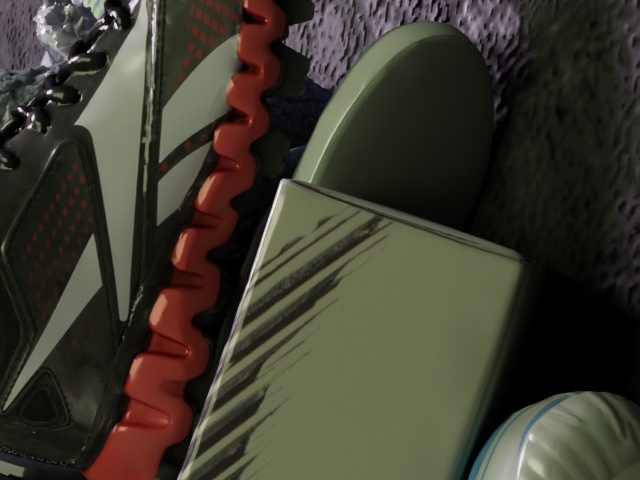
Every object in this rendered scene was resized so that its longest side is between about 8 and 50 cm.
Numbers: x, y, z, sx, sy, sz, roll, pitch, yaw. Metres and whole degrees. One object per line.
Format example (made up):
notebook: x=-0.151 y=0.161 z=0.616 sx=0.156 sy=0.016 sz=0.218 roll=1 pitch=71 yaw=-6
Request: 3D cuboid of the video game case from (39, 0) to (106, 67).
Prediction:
video game case: x=-0.117 y=-0.088 z=1.141 sx=0.173 sy=0.022 sz=0.190 roll=-62 pitch=34 yaw=33

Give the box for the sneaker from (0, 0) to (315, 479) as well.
sneaker: x=-0.086 y=-0.035 z=0.804 sx=0.097 sy=0.135 sz=0.276 roll=-146 pitch=70 yaw=-76

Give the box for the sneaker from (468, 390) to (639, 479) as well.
sneaker: x=0.086 y=0.168 z=0.640 sx=0.086 sy=0.085 sz=0.237 roll=121 pitch=151 yaw=-73

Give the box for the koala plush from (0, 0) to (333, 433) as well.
koala plush: x=-0.120 y=-0.025 z=0.974 sx=0.221 sy=0.203 sz=0.196 roll=-125 pitch=49 yaw=-67

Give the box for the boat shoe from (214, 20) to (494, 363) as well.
boat shoe: x=0.001 y=0.000 z=0.834 sx=0.081 sy=0.079 sz=0.227 roll=54 pitch=133 yaw=47

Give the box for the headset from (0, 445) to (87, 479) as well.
headset: x=-0.102 y=0.197 z=0.965 sx=0.394 sy=0.185 sz=0.243 roll=136 pitch=140 yaw=-71

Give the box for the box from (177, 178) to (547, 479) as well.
box: x=-0.007 y=0.122 z=0.715 sx=0.113 sy=0.094 sz=0.275 roll=21 pitch=-92 yaw=-80
